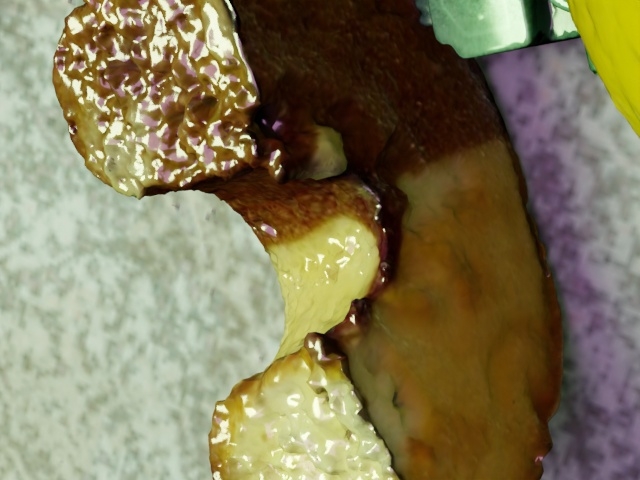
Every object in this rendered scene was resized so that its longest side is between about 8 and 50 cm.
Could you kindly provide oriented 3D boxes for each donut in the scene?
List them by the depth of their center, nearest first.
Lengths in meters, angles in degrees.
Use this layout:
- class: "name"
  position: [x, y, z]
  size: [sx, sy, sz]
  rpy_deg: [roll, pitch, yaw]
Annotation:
- class: "donut"
  position: [0.001, 0.002, 0.603]
  size: [0.085, 0.141, 0.217]
  rpy_deg: [-22, 87, 38]

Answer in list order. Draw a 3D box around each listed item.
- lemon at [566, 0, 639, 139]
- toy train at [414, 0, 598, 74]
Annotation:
- class: "lemon"
  position: [0.181, -0.098, 0.431]
  size: [0.253, 0.253, 0.310]
  rpy_deg: [55, 131, 10]
- class: "toy train"
  position: [0.066, -0.134, 0.587]
  size: [0.099, 0.070, 0.172]
  rpy_deg: [-8, 95, 35]
